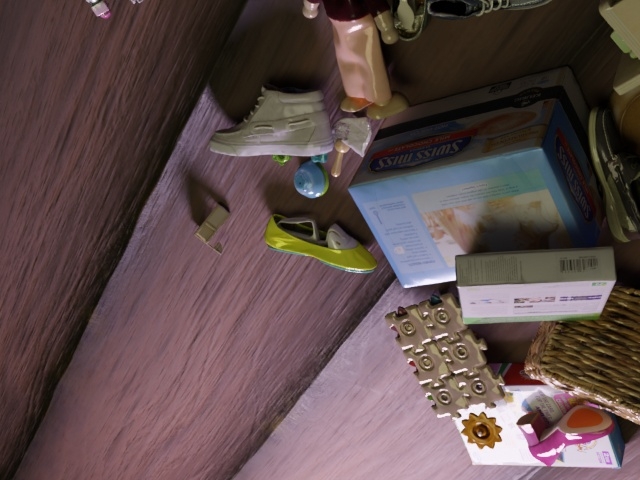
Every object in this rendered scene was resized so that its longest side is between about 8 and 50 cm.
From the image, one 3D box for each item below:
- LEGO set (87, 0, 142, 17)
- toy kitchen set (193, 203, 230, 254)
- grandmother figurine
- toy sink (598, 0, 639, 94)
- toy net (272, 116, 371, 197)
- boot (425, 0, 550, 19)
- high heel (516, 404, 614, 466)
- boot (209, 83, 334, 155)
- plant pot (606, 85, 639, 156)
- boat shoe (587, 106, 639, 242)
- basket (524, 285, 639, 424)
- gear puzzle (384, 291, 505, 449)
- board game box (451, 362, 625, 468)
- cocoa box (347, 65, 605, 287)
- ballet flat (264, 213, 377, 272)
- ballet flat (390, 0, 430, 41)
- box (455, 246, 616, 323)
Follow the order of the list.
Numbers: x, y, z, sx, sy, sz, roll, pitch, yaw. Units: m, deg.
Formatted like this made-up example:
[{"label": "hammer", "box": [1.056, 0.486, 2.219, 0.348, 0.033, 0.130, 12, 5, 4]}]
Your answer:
[{"label": "LEGO set", "box": [-0.249, -0.455, 1.894, 0.287, 0.132, 0.107, -22, 137, 13]}, {"label": "toy kitchen set", "box": [-0.204, -0.021, 2.312, 0.068, 0.075, 0.083, 39, 175, -6]}, {"label": "grandmother figurine", "box": [0.047, -0.367, 1.832, 0.208, 0.104, 0.342, 15, 134, 34]}, {"label": "toy sink", "box": [0.479, -0.338, 1.605, 0.131, 0.152, 0.234, 44, 135, -15]}, {"label": "toy net", "box": [0.014, -0.170, 2.067, 0.232, 0.045, 0.122, -36, 79, 40]}, {"label": "boot", "box": [0.257, -0.364, 1.736, 0.190, 0.086, 0.069, 3, 130, 24]}, {"label": "high heel", "box": [0.480, 0.382, 2.182, 0.244, 0.082, 0.117, -19, 111, 52]}, {"label": "boot", "box": [-0.093, -0.218, 2.052, 0.258, 0.095, 0.123, 2, 108, 31]}, {"label": "plant pot", "box": [0.561, -0.176, 1.795, 0.236, 0.032, 0.236, 13, 133, 14]}, {"label": "boat shoe", "box": [0.477, -0.106, 1.808, 0.073, 0.080, 0.223, -8, 103, 34]}, {"label": "basket", "box": [0.541, 0.198, 2.062, 0.299, 0.213, 0.223, 22, 174, 6]}, {"label": "gear puzzle", "box": [0.272, 0.259, 2.255, 0.175, 0.044, 0.339, -23, 100, 31]}, {"label": "board game box", "box": [0.426, 0.352, 2.313, 0.317, 0.064, 0.242, -4, 127, 29]}, {"label": "cocoa box", "box": [0.265, -0.094, 1.873, 0.347, 0.228, 0.231, -10, 124, 33]}, {"label": "ballet flat", "box": [0.000, 0.000, 2.205, 0.231, 0.077, 0.077, 15, 118, 16]}, {"label": "ballet flat", "box": [0.139, -0.403, 1.771, 0.072, 0.068, 0.213, 11, 133, 18]}, {"label": "box", "box": [0.334, 0.077, 1.823, 0.232, 0.058, 0.322, -3, 164, 8]}]
